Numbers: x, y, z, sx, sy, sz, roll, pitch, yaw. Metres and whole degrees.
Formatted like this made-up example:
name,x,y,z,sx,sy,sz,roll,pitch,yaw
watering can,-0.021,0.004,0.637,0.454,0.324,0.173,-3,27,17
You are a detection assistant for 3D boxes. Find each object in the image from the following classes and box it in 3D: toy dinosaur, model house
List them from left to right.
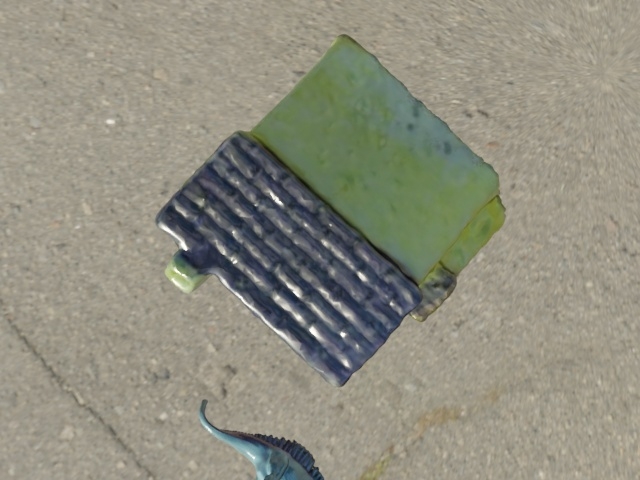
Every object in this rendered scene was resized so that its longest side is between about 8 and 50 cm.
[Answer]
name,x,y,z,sx,sy,sz,roll,pitch,yaw
toy dinosaur,-0.035,0.209,0.841,0.197,0.080,0.045,38,125,7
model house,0.000,0.000,0.738,0.194,0.211,0.170,44,152,-1
